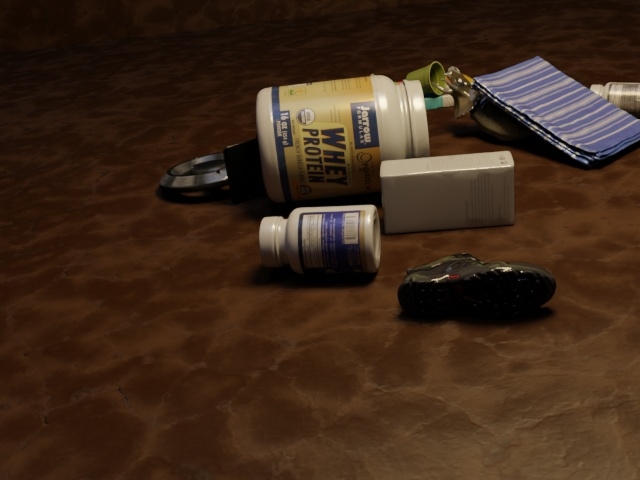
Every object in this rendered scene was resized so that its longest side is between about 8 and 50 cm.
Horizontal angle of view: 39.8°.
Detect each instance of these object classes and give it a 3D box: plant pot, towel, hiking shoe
[{"bbox_3d":[0.259,-0.398,2.206,0.079,0.083,0.083,-3,22,37],"label":"plant pot"},{"bbox_3d":[0.513,-0.284,1.866,0.243,0.040,0.336,-24,53,-34],"label":"towel"},{"bbox_3d":[0.230,0.052,1.306,0.227,0.086,0.114,-2,29,13],"label":"hiking shoe"}]

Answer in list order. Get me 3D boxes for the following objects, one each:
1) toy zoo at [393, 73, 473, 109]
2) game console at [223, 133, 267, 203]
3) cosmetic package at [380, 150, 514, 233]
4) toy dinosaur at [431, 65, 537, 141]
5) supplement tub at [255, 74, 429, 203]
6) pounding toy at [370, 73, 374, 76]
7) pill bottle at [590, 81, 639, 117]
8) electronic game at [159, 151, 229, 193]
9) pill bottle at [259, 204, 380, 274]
[{"bbox_3d":[0.286,-0.381,2.277,0.293,0.030,0.192,-8,25,-2],"label":"toy zoo"},{"bbox_3d":[-0.147,-0.151,1.790,0.071,0.122,0.107,-4,25,5],"label":"game console"},{"bbox_3d":[0.224,-0.085,1.568,0.231,0.117,0.085,-3,25,6],"label":"cosmetic package"},{"bbox_3d":[0.404,-0.270,1.944,0.160,0.121,0.313,-33,61,-29],"label":"toy dinosaur"},{"bbox_3d":[0.044,-0.199,1.720,0.316,0.228,0.228,-6,25,2],"label":"supplement tub"},{"bbox_3d":[0.096,-0.327,2.128,0.141,0.100,0.130,-16,27,-18],"label":"pounding toy"},{"bbox_3d":[0.675,-0.314,1.981,0.137,0.078,0.078,7,28,27],"label":"pill bottle"},{"bbox_3d":[-0.231,-0.144,1.886,0.229,0.048,0.229,-10,18,3],"label":"electronic game"},{"bbox_3d":[0.000,0.000,1.447,0.187,0.112,0.112,-2,26,11],"label":"pill bottle"}]
